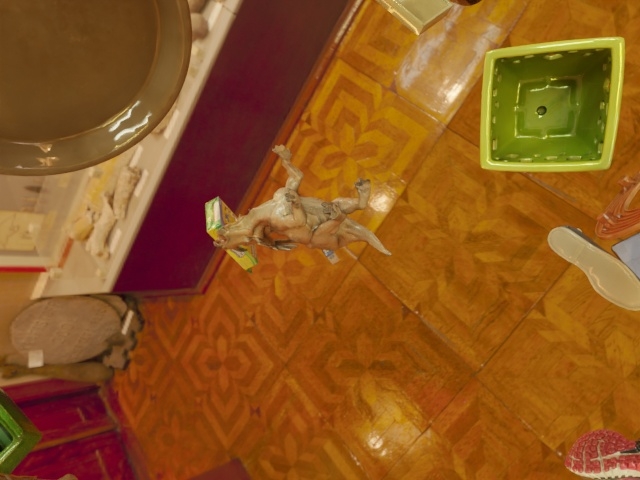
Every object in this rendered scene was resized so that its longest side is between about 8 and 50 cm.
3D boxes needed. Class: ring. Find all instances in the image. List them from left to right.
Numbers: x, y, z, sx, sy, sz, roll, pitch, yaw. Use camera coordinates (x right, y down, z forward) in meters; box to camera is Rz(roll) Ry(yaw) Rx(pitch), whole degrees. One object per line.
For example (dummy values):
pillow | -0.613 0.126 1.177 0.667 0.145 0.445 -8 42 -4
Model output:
ring | 0.546 -0.131 0.689 0.032 0.336 0.337 44 115 9

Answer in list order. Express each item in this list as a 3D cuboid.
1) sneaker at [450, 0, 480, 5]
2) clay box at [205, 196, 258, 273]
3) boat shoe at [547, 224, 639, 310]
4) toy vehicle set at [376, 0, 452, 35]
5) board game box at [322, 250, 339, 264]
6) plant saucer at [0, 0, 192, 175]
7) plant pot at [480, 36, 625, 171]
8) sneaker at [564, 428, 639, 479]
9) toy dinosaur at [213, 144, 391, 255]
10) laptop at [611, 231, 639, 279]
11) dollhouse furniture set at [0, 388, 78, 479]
sneaker | 0.130 -0.204 0.308 0.066 0.188 0.071 -39 84 3
clay box | -0.250 -0.010 1.348 0.053 0.222 0.127 -28 44 10
boat shoe | 0.533 0.043 0.869 0.206 0.064 0.075 52 140 34
toy vehicle set | 0.222 -0.694 1.274 0.267 0.166 0.035 43 149 6
board game box | 0.000 0.000 0.907 0.020 0.090 0.090 -36 72 2
plant saucer | -0.252 -0.179 0.409 0.278 0.277 0.041 -53 58 23
plant pot | 0.448 -0.263 0.913 0.228 0.207 0.227 4 108 24
sneaker | 0.658 0.480 0.961 0.112 0.121 0.299 51 147 -4
toy dinosaur | -0.022 -0.027 0.801 0.295 0.127 0.200 19 138 3
laptop | 0.840 -0.036 0.897 0.382 0.236 0.408 -92 -3 -52
dollhouse furniture set | -0.300 0.249 0.367 0.301 0.198 0.151 34 67 19
